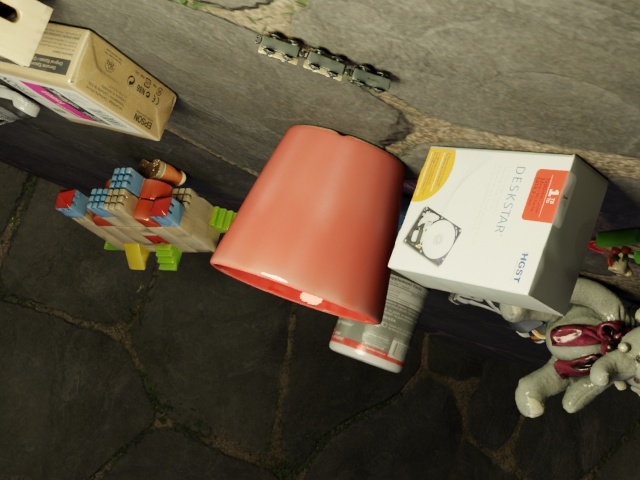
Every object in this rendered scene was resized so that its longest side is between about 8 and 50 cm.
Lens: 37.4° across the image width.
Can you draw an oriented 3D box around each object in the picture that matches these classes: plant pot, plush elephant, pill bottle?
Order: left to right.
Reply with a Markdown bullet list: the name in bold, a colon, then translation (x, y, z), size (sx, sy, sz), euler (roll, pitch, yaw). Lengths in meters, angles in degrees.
- **plant pot**: translation (0.000, -0.028, 1.443), size (0.275, 0.243, 0.275), euler (20, 173, 3)
- **pill bottle**: translation (0.138, 0.120, 1.981), size (0.161, 0.283, 0.161), euler (20, 173, 3)
- **plush elephant**: translation (0.528, 0.206, 1.726), size (0.330, 0.271, 0.255), euler (-11, -165, -18)

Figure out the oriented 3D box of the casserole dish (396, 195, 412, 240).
- **casserole dish**: translation (0.151, -0.017, 1.664), size (0.189, 0.037, 0.114), euler (20, 129, -21)

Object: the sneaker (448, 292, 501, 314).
- **sneaker**: translation (0.383, 0.122, 2.088), size (0.153, 0.094, 0.235), euler (29, 161, -4)

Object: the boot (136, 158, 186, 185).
- **boot**: translation (-0.378, -0.151, 2.220), size (0.085, 0.059, 0.158), euler (19, 173, -35)

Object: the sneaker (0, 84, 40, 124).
- **sneaker**: translation (-0.701, -0.247, 1.982), size (0.269, 0.153, 0.101), euler (14, 171, 35)

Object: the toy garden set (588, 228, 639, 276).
- **toy garden set**: translation (0.522, 0.054, 1.442), size (0.244, 0.049, 0.204), euler (21, 172, -12)

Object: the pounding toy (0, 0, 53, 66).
- **pounding toy**: translation (-0.441, -0.301, 1.233), size (0.206, 0.094, 0.181), euler (25, -177, 41)

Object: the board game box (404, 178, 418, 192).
- **board game box**: translation (0.203, -0.054, 1.546), size (0.133, 0.033, 0.169), euler (11, 168, 45)

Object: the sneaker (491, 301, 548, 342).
- **sneaker**: translation (0.413, 0.125, 1.893), size (0.321, 0.127, 0.126), euler (25, 176, -5)

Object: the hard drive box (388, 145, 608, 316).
- **hard drive box**: translation (0.221, -0.019, 1.203), size (0.089, 0.181, 0.232), euler (28, 168, -40)

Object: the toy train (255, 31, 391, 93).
- **toy train**: translation (0.003, -0.199, 1.061), size (0.158, 0.027, 0.036), euler (19, -177, -2)

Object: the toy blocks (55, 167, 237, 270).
- **toy blocks**: translation (-0.414, -0.069, 2.157), size (0.382, 0.190, 0.261), euler (1, 156, 30)

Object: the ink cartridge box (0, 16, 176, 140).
- **ink cartridge box**: translation (-0.363, -0.243, 1.427), size (0.193, 0.088, 0.235), euler (14, 171, 28)
